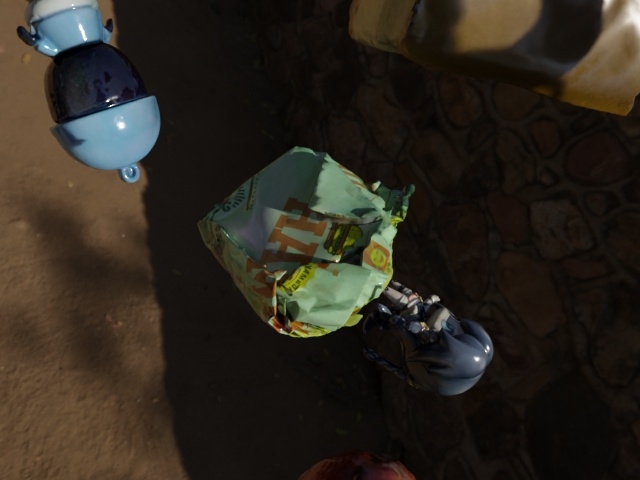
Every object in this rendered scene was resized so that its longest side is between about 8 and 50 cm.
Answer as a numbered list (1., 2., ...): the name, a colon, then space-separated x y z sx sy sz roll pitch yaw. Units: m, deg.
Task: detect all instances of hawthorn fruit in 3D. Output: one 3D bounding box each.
1. hawthorn fruit: 0.027 0.294 0.583 0.174 0.179 0.173 6 75 -23

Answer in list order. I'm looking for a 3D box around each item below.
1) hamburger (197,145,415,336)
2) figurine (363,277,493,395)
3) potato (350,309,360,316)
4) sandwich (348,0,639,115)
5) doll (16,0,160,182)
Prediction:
1. hamburger: 0.002 -0.003 0.649 0.235 0.125 0.214 -30 51 -26
2. figurine: 0.199 0.184 1.127 0.265 0.196 0.175 30 47 30
3. potato: 0.019 0.056 0.919 0.137 0.175 0.137 4 24 -2
4. sandwich: 0.135 -0.196 0.320 0.186 0.219 0.108 7 21 -21
5. doll: -0.352 -0.237 0.894 0.177 0.141 0.313 -36 112 -47
